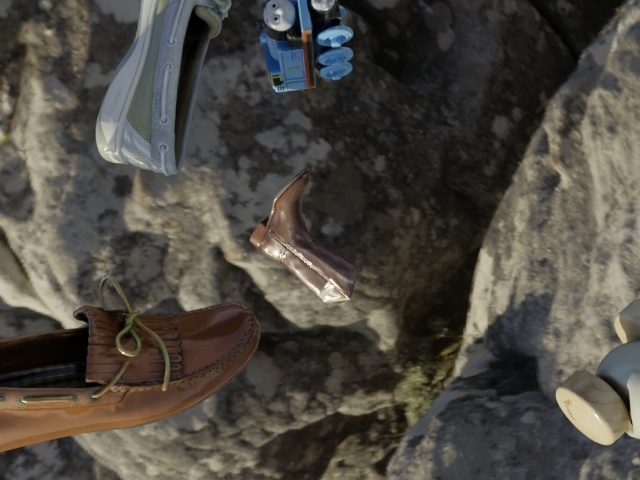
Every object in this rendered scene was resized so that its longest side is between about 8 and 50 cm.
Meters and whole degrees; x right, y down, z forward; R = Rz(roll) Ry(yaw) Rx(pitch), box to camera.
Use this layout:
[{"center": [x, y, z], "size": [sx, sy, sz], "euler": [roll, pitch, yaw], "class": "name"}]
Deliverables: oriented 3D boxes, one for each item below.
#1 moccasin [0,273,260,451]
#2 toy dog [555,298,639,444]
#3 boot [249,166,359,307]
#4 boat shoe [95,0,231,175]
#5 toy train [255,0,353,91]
[{"center": [-0.256, 0.133, 1.028], "size": [0.139, 0.380, 0.147], "euler": [-114, 18, -52], "class": "moccasin"}, {"center": [0.402, 0.202, 0.920], "size": [0.220, 0.161, 0.334], "euler": [-33, 30, 5], "class": "toy dog"}, {"center": [0.000, 0.000, 0.843], "size": [0.114, 0.037, 0.106], "euler": [39, 125, 8], "class": "boot"}, {"center": [-0.162, -0.231, 1.054], "size": [0.103, 0.118, 0.320], "euler": [17, 74, 10], "class": "boat shoe"}, {"center": [-0.018, -0.235, 1.032], "size": [0.105, 0.184, 0.080], "euler": [-10, 79, 0], "class": "toy train"}]
